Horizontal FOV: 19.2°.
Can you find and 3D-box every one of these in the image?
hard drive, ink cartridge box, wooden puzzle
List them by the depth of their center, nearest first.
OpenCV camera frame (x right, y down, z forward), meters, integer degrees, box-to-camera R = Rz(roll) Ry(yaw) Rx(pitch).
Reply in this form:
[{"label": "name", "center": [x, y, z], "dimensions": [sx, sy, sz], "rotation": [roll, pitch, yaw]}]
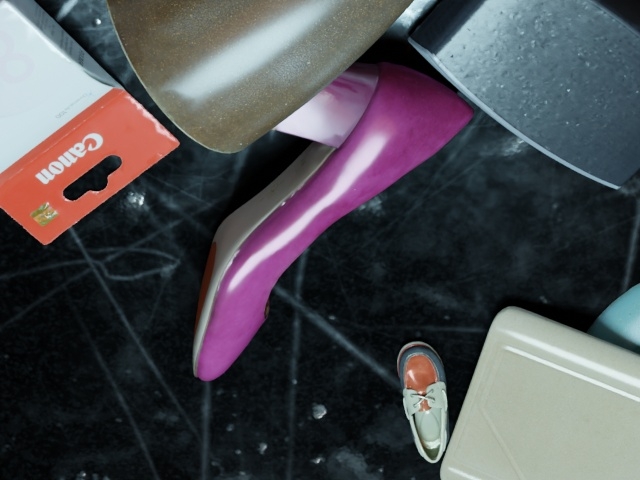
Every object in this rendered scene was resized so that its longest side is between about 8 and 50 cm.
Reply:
[{"label": "hard drive", "center": [0.225, -0.159, 1.720], "dimensions": [0.255, 0.054, 0.172], "rotation": [33, 118, -21]}, {"label": "ink cartridge box", "center": [-0.276, -0.105, 1.752], "dimensions": [0.189, 0.066, 0.232], "rotation": [-35, 114, 21]}, {"label": "wooden puzzle", "center": [0.254, 0.195, 1.940], "dimensions": [0.221, 0.044, 0.238], "rotation": [21, 124, 8]}]

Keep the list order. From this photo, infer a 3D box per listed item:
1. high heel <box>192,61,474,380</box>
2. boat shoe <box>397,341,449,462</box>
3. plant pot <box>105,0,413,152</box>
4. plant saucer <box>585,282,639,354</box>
[{"label": "high heel", "center": [0.000, 0.000, 1.784], "dimensions": [0.181, 0.127, 0.377], "rotation": [16, 124, -10]}, {"label": "boat shoe", "center": [0.108, 0.166, 1.948], "dimensions": [0.049, 0.043, 0.137], "rotation": [-6, 123, 6]}, {"label": "plant pot", "center": [-0.023, -0.216, 1.562], "dimensions": [0.230, 0.215, 0.215], "rotation": [-25, 121, 25]}, {"label": "plant saucer", "center": [0.416, 0.157, 1.947], "dimensions": [0.318, 0.043, 0.317], "rotation": [0, 125, 0]}]
